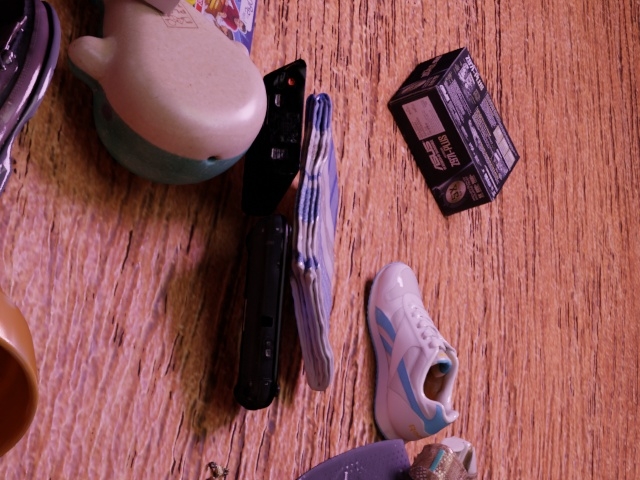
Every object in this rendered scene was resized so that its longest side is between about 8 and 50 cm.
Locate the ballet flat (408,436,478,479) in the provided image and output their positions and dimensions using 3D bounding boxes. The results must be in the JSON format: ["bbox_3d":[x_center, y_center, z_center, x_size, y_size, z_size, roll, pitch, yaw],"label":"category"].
[{"bbox_3d":[0.153,0.261,2.098,0.067,0.073,0.206,-64,168,0],"label":"ballet flat"}]

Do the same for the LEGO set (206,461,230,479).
[{"bbox_3d":[-0.096,0.259,1.810,0.054,0.023,0.083,14,62,-56],"label":"LEGO set"}]

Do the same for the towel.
[{"bbox_3d":[0.000,0.000,2.009,0.209,0.034,0.285,83,9,-45],"label":"towel"}]

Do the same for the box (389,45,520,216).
[{"bbox_3d":[0.183,-0.148,2.456,0.180,0.077,0.147,62,31,-17],"label":"box"}]

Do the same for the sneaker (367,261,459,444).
[{"bbox_3d":[0.115,0.129,2.171,0.087,0.092,0.228,27,50,-49],"label":"sneaker"}]

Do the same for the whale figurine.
[{"bbox_3d":[-0.172,-0.172,1.848,0.216,0.141,0.272,-6,54,-40],"label":"whale figurine"}]

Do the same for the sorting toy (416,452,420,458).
[{"bbox_3d":[0.140,0.289,2.200,0.083,0.012,0.062,42,41,-42],"label":"sorting toy"}]

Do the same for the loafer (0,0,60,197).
[{"bbox_3d":[-0.309,-0.123,1.595,0.095,0.109,0.302,42,43,-34],"label":"loafer"}]

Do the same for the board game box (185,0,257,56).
[{"bbox_3d":[-0.126,-0.271,2.051,0.136,0.035,0.201,43,40,-39],"label":"board game box"}]

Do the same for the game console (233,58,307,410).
[{"bbox_3d":[-0.057,-0.002,1.910,0.213,0.044,0.361,130,-35,-77],"label":"game console"}]

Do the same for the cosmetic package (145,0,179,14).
[{"bbox_3d":[-0.225,-0.329,1.795,0.239,0.060,0.099,31,40,-12],"label":"cosmetic package"}]

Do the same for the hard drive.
[{"bbox_3d":[0.039,0.315,1.974,0.255,0.054,0.172,-9,81,-62],"label":"hard drive"}]

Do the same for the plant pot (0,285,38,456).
[{"bbox_3d":[-0.325,0.055,1.393,0.205,0.205,0.188,41,25,-41],"label":"plant pot"}]
